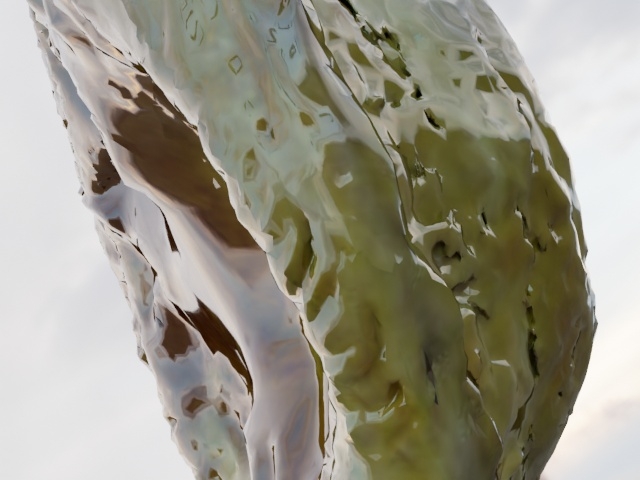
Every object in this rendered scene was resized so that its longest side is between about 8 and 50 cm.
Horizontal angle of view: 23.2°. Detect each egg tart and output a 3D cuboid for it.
[{"bbox_3d":[0.000,0.000,0.710,0.178,0.443,0.443,-22,-18,-13],"label":"egg tart"}]
